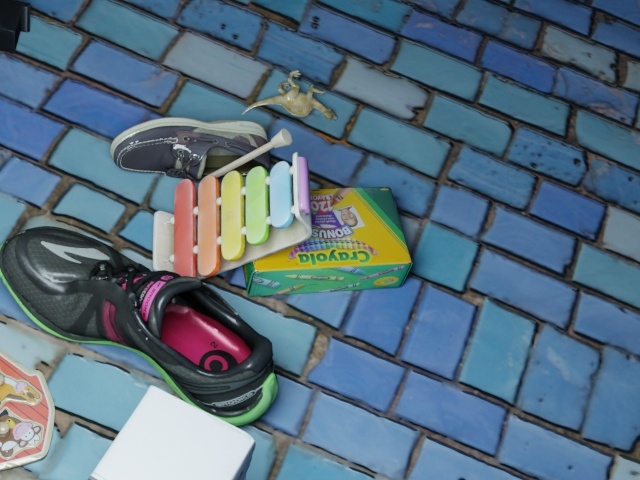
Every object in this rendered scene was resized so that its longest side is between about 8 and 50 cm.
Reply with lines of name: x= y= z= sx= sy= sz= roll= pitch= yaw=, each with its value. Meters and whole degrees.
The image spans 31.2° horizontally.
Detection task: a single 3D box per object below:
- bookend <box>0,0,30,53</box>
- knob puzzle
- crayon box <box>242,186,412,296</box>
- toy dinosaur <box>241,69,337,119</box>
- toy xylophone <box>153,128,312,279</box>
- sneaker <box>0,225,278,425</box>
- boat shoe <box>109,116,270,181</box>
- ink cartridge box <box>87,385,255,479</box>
bookend: x=-0.616 y=-0.365 z=2.065 sx=0.157 sy=0.072 sz=0.156 roll=9 pitch=55 yaw=-9
knob puzzle: x=-0.478 y=0.256 z=1.686 sx=0.213 sy=0.030 sz=0.213 roll=7 pitch=54 yaw=-10
crayon box: x=0.000 y=0.000 z=1.958 sx=0.278 sy=0.081 sz=0.165 roll=-3 pitch=56 yaw=-17
toy dinosaur: x=-0.054 y=-0.270 z=2.154 sx=0.183 sy=0.053 sz=0.093 roll=5 pitch=56 yaw=-11
toy xylophone: x=-0.137 y=-0.056 z=1.863 sx=0.081 sy=0.322 sz=0.236 roll=30 pitch=40 yaw=-47
sneaker: x=-0.266 y=0.094 z=1.747 sx=0.482 sy=0.202 sz=0.185 roll=27 pitch=53 yaw=5
boat shoe: x=-0.220 y=-0.150 z=1.999 sx=0.285 sy=0.103 sz=0.092 roll=-4 pitch=51 yaw=-24
ink cartridge box: x=-0.257 y=0.427 z=1.461 sx=0.166 sy=0.285 sz=0.395 roll=28 pitch=53 yaw=6
